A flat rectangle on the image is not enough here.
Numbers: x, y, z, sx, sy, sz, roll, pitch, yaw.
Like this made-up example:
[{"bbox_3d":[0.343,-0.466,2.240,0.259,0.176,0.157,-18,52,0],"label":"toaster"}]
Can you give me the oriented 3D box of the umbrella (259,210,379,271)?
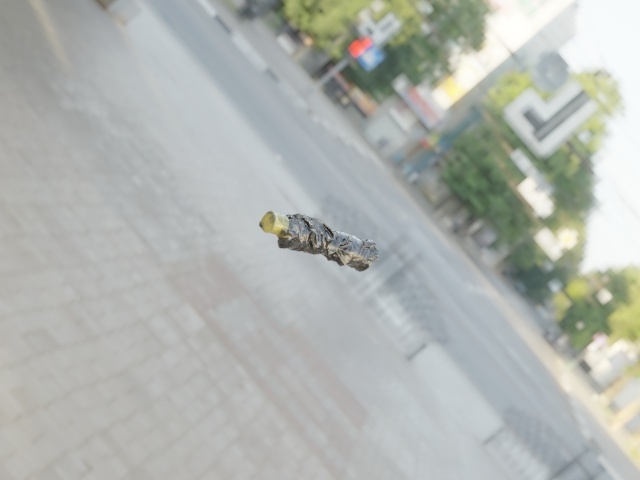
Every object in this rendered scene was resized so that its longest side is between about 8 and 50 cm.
[{"bbox_3d":[0.000,0.000,1.498,0.040,0.037,0.144,10,-6,44],"label":"umbrella"}]
